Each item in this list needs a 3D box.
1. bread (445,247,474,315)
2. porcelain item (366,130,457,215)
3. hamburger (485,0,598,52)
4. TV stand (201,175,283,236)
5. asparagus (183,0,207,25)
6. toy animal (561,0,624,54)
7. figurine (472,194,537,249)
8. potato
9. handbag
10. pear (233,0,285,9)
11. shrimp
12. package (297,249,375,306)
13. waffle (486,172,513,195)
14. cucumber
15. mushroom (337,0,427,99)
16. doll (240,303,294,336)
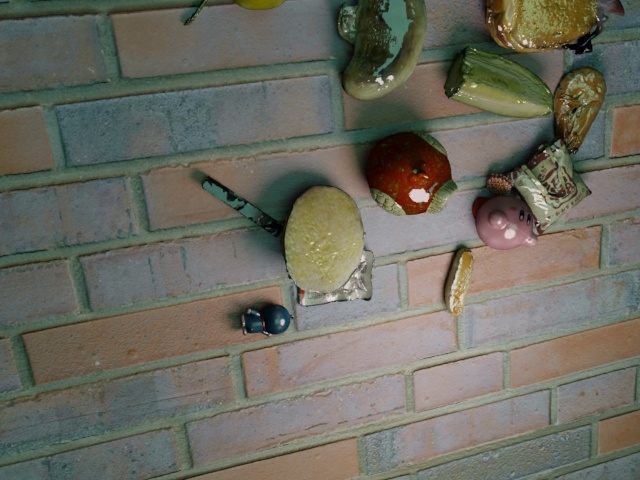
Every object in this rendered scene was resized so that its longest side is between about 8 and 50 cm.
[{"bbox_3d":[0.423,0.126,1.929,0.073,0.053,0.214,6,101,-22],"label":"bread"},{"bbox_3d":[0.252,-0.176,1.694,0.253,0.253,0.252,-5,107,-15],"label":"porcelain item"},{"bbox_3d":[0.585,-0.660,1.665,0.284,0.174,0.304,-5,112,0],"label":"hamburger"},{"bbox_3d":[-0.209,-0.092,1.681,0.249,0.042,0.036,34,96,-22],"label":"TV stand"},{"bbox_3d":[-0.297,-0.570,1.529,0.015,0.014,0.114,36,93,11],"label":"asparagus"},{"bbox_3d":[0.740,-0.688,1.765,0.195,0.090,0.324,-29,110,3],"label":"toy animal"},{"bbox_3d":[0.545,-0.052,1.851,0.173,0.173,0.173,-5,107,-15],"label":"figurine"},{"bbox_3d":[0.000,0.000,1.729,0.239,0.116,0.299,5,87,-17],"label":"potato"},{"bbox_3d":[0.693,-0.165,1.885,0.213,0.127,0.235,-37,113,1],"label":"handbag"},{"bbox_3d":[-0.143,-0.631,1.463,0.198,0.198,0.198,-5,107,-15],"label":"pear"},{"bbox_3d":[0.762,-0.375,1.885,0.154,0.062,0.294,12,99,-7],"label":"shrimp"},{"bbox_3d":[0.046,0.107,1.822,0.232,0.040,0.166,-5,104,-7],"label":"package"},{"bbox_3d":[0.533,-0.165,1.865,0.075,0.083,0.029,32,62,9],"label":"waffle"},{"bbox_3d":[0.507,-0.431,1.769,0.326,0.105,0.145,11,76,-19],"label":"cucumber"},{"bbox_3d":[0.160,-0.532,1.616,0.248,0.130,0.344,14,101,-24],"label":"mushroom"},{"bbox_3d":[-0.150,0.227,1.774,0.152,0.085,0.114,-10,123,-2],"label":"doll"}]
